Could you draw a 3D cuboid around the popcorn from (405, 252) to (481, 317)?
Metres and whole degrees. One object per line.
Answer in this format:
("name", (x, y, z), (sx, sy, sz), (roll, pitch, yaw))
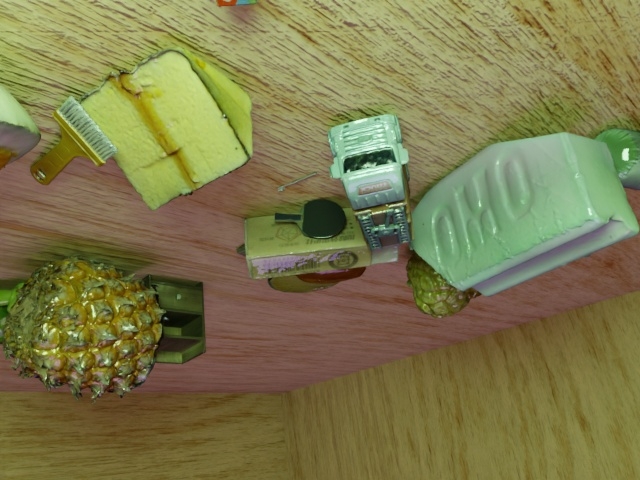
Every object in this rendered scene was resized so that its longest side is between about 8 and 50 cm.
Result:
("popcorn", (0.376, 0.106, 1.551), (0.252, 0.205, 0.236), (-16, 143, -10))

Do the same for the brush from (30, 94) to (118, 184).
("brush", (-0.421, -0.142, 0.875), (0.272, 0.013, 0.103), (-18, 116, 44))

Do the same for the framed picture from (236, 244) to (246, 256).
("framed picture", (-0.058, 0.030, 1.445), (0.209, 0.019, 0.281), (-23, 152, 30))

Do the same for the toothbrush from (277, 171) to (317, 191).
("toothbrush", (-0.049, -0.122, 1.114), (0.097, 0.008, 0.006), (-21, 167, 24))

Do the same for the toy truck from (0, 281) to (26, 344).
("toy truck", (-0.807, 0.183, 1.421), (0.187, 0.148, 0.210), (-13, 135, 5))

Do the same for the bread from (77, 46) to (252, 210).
("bread", (-0.242, -0.163, 0.798), (0.240, 0.135, 0.178), (-19, 153, 30))

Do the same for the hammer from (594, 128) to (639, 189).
("hammer", (0.610, -0.132, 1.201), (0.207, 0.118, 0.335), (5, 160, -24))

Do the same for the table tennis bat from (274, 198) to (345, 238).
("table tennis bat", (-0.023, -0.049, 1.190), (0.158, 0.095, 0.014), (2, 160, 5))

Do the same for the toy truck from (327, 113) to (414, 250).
("toy truck", (0.109, -0.098, 1.028), (0.137, 0.162, 0.305), (-12, 156, 9))

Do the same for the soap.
("soap", (0.376, -0.048, 1.106), (0.156, 0.261, 0.446), (6, 154, -30))

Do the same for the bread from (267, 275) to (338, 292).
("bread", (-0.041, 0.100, 1.544), (0.229, 0.033, 0.228), (-8, 155, -4))

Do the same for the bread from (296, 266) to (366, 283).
("bread", (0.024, 0.054, 1.378), (0.191, 0.114, 0.132), (1, 157, -8))

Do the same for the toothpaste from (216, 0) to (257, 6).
("toothpaste", (-0.111, -0.337, 0.560), (0.070, 0.044, 0.193), (-5, 156, -3))

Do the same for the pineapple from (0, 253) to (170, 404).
("pineapple", (-0.579, 0.213, 1.294), (0.353, 0.352, 0.300), (-24, 147, 32))

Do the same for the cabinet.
("cabinet", (-0.440, 0.226, 1.530), (0.175, 0.215, 0.148), (15, 146, -40))

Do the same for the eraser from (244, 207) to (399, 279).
("eraser", (0.000, 0.000, 1.230), (0.344, 0.144, 0.078), (-6, 132, -5))

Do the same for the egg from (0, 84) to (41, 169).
("egg", (-0.520, -0.167, 0.679), (0.265, 0.173, 0.286), (-17, 179, 22))
